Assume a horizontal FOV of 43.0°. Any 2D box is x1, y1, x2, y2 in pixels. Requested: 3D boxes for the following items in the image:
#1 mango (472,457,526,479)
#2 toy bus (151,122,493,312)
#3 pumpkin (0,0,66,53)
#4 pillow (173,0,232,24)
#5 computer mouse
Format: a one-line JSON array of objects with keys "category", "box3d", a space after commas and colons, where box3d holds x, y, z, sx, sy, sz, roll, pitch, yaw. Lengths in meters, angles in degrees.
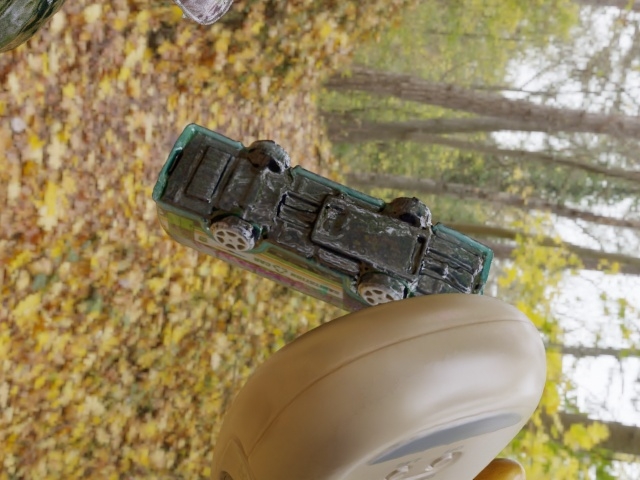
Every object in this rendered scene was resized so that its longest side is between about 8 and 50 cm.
[{"category": "mango", "box3d": [0.216, 0.391, 1.183, 0.141, 0.217, 0.102, 16, 37, -47]}, {"category": "toy bus", "box3d": [0.000, 0.000, 0.642, 0.109, 0.262, 0.091, 113, 0, -66]}, {"category": "pumpkin", "box3d": [-0.186, -0.178, 0.341, 0.211, 0.152, 0.211, 57, 15, -25]}, {"category": "pillow", "box3d": [-0.116, -0.387, 1.020, 0.232, 0.131, 0.038, -49, -149, -4]}, {"category": "computer mouse", "box3d": [0.020, 0.101, 0.421, 0.082, 0.145, 0.236, 65, -28, 30]}]
